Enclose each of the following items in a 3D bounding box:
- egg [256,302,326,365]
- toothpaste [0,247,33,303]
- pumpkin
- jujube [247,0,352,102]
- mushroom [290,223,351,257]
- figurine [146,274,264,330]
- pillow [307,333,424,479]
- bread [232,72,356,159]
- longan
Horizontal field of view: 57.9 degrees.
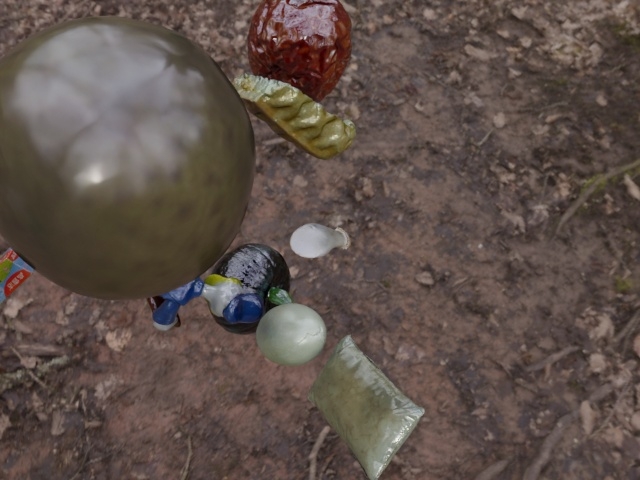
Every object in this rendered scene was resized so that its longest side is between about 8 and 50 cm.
[{"bbox_3d":[-0.052,0.171,1.054,0.114,0.152,0.114,9,77,-43],"label":"egg"},{"bbox_3d":[-0.504,0.085,0.872,0.044,0.193,0.070,41,22,-29],"label":"toothpaste"},{"bbox_3d":[-0.159,0.134,1.503,0.248,0.248,0.247,15,49,-17],"label":"pumpkin"},{"bbox_3d":[-0.047,-0.393,1.174,0.213,0.232,0.212,5,55,-8],"label":"jujube"},{"bbox_3d":[0.000,0.000,1.773,0.116,0.093,0.225,52,27,15],"label":"mushroom"},{"bbox_3d":[-0.279,0.107,1.152,0.339,0.283,0.204,20,54,4],"label":"figurine"},{"bbox_3d":[0.082,0.346,1.245,0.075,0.184,0.302,27,8,-37],"label":"pillow"},{"bbox_3d":[-0.038,-0.207,0.992,0.232,0.128,0.087,23,83,-45],"label":"bread"},{"bbox_3d":[-0.242,-0.098,0.708,0.361,0.361,0.360,15,49,-17],"label":"longan"}]
